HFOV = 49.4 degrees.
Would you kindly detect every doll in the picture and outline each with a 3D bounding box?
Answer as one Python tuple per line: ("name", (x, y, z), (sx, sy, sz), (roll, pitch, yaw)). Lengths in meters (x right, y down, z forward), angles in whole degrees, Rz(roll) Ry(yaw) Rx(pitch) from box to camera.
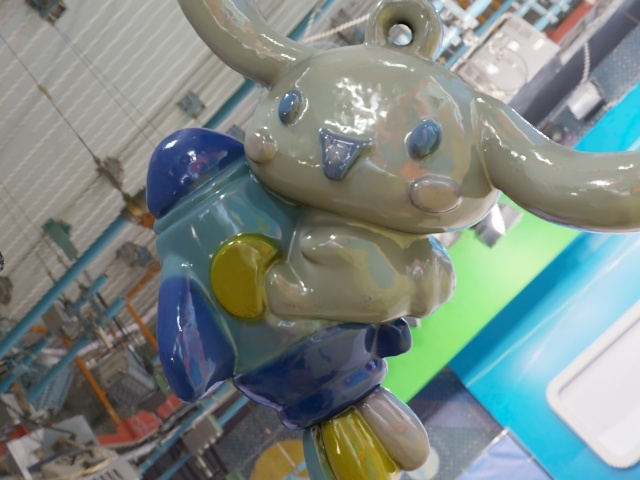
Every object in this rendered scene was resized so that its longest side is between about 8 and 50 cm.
("doll", (-0.006, 0.000, 0.505), (0.187, 0.376, 0.365), (1, -60, -48))

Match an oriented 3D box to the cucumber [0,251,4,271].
("cucumber", (-0.546, -0.004, 1.028), (0.069, 0.227, 0.069), (-42, -33, -35))
